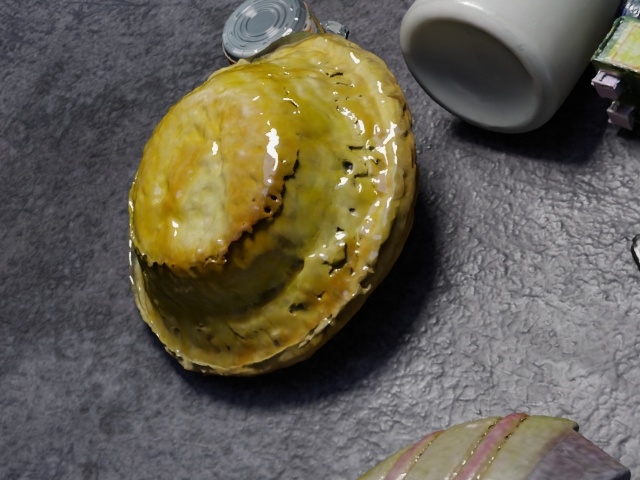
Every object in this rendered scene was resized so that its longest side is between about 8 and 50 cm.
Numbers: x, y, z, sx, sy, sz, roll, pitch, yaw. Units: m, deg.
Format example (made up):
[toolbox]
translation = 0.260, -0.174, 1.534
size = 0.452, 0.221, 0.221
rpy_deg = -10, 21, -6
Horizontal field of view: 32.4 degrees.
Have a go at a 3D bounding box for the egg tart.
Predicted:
[egg tart]
translation = -0.093, -0.058, 1.294
size = 0.443, 0.178, 0.443
rpy_deg = -17, 61, 33

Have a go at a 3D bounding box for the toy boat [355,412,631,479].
[toy boat]
translation = 0.147, 0.258, 1.047
size = 0.276, 0.111, 0.293
rpy_deg = -39, 38, -13

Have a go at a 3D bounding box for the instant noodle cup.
[instant noodle cup]
translation = -0.057, -0.260, 1.507
size = 0.178, 0.125, 0.208
rpy_deg = 4, 59, 30

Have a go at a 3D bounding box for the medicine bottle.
[medicine bottle]
translation = 0.270, -0.324, 1.316
size = 0.211, 0.211, 0.371
rpy_deg = 18, 61, 36

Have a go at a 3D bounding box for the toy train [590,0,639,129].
[toy train]
translation = 0.434, -0.189, 1.202
size = 0.261, 0.134, 0.177
rpy_deg = 26, 77, 36

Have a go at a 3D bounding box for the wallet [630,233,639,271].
[wallet]
translation = 0.450, 0.004, 1.120
size = 0.244, 0.025, 0.124
rpy_deg = -22, 50, 11

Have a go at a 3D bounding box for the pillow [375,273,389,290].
[pillow]
translation = 0.000, 0.000, 1.347
size = 0.131, 0.038, 0.232
rpy_deg = -33, 49, 4
